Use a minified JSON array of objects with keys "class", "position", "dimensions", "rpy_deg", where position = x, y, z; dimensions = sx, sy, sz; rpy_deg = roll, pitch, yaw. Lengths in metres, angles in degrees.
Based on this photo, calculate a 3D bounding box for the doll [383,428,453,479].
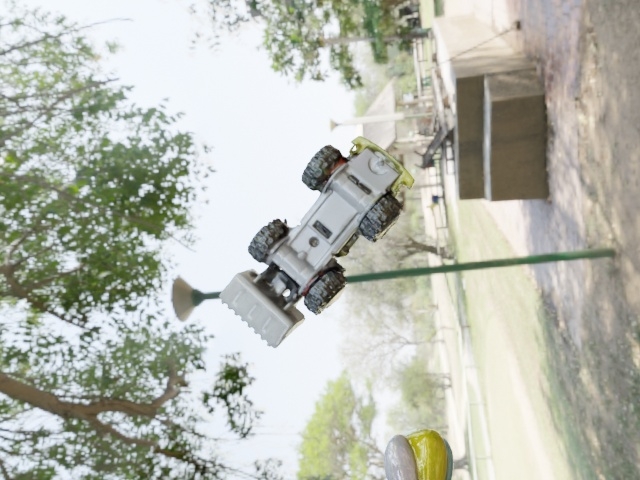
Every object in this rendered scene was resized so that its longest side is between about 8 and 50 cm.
[{"class":"doll","position":[0.086,0.374,0.546],"dimensions":[0.365,0.186,0.377],"rpy_deg":[-18,-78,-50]}]

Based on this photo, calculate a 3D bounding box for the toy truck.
[{"class":"toy truck","position":[0.000,0.000,0.745],"dimensions":[0.286,0.136,0.111],"rpy_deg":[-50,-11,7]}]
